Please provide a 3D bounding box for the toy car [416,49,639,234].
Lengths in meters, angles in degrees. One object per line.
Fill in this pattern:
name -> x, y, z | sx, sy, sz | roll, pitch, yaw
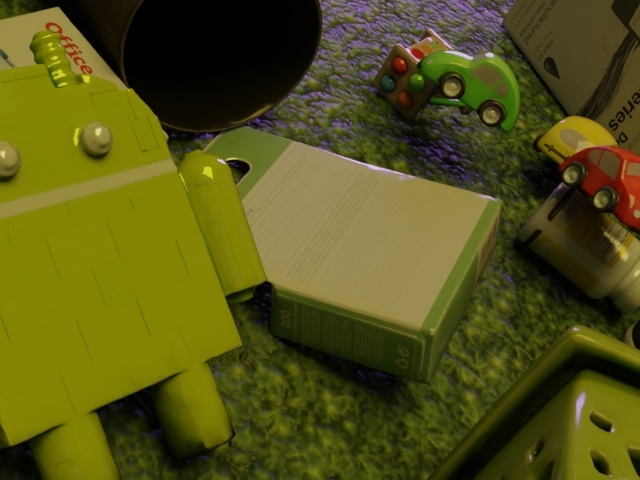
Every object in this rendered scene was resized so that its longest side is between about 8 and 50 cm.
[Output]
toy car -> 0.186, -0.103, 0.897 | 0.225, 0.053, 0.239 | 33, 14, -7

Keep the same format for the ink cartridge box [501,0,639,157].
ink cartridge box -> 0.334, -0.196, 1.039 | 0.115, 0.198, 0.273 | -9, 57, -35

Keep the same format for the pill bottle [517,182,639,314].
pill bottle -> 0.233, 0.009, 0.898 | 0.116, 0.065, 0.065 | 41, 44, 7

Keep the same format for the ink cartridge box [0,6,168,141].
ink cartridge box -> -0.221, -0.065, 0.691 | 0.190, 0.082, 0.139 | -28, 70, -41

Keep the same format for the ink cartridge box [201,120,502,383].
ink cartridge box -> 0.000, 0.000, 0.783 | 0.235, 0.056, 0.171 | 16, 40, 17

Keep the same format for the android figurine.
android figurine -> -0.144, 0.011, 0.610 | 0.248, 0.056, 0.273 | -18, 89, -42

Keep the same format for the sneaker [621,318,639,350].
sneaker -> 0.354, 0.120, 0.829 | 0.217, 0.121, 0.079 | 41, 45, 8

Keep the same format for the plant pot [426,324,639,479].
plant pot -> 0.175, 0.193, 0.596 | 0.228, 0.227, 0.207 | 25, 38, -8

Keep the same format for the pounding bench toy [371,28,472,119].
pounding bench toy -> 0.101, -0.142, 0.963 | 0.083, 0.052, 0.065 | 45, 45, 12

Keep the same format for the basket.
basket -> -0.133, -0.218, 0.823 | 0.227, 0.154, 0.204 | 50, 13, 27
